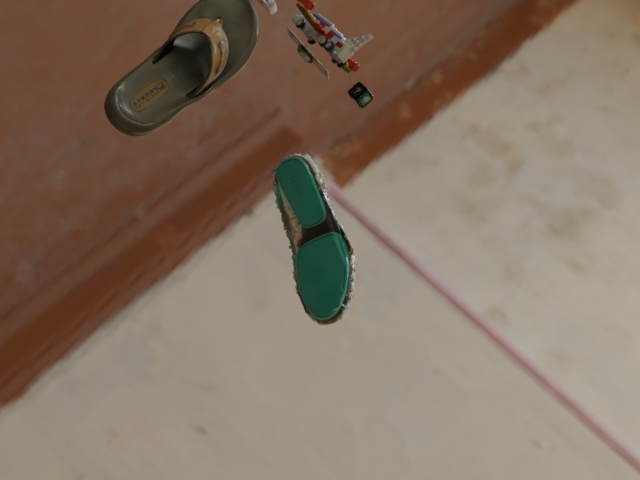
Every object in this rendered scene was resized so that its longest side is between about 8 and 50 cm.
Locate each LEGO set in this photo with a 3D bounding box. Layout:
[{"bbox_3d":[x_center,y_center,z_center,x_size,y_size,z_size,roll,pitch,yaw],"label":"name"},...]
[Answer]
[{"bbox_3d":[-0.017,-0.266,1.811,0.060,0.244,0.182,-41,176,-2],"label":"LEGO set"}]

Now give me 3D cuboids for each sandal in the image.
[{"bbox_3d":[-0.143,-0.197,1.630,0.219,0.090,0.060,-42,174,-27],"label":"sandal"}]

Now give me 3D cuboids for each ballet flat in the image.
[{"bbox_3d":[0.000,0.000,1.974,0.091,0.241,0.077,-17,160,13],"label":"ballet flat"}]
